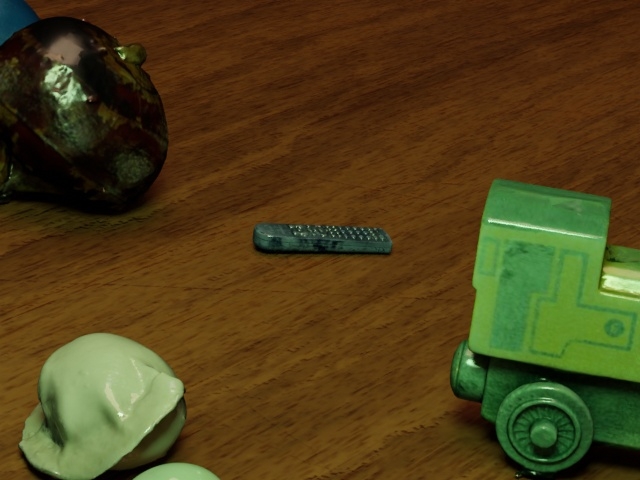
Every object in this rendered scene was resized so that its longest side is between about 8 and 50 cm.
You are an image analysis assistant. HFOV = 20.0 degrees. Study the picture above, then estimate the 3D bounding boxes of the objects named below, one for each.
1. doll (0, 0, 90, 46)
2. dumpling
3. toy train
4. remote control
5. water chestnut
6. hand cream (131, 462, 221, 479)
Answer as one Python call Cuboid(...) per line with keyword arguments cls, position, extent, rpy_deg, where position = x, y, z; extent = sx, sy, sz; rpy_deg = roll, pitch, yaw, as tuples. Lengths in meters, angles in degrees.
Cuboid(cls="doll", position=(-0.377, -0.225, 2.255), extent=(0.257, 0.161, 0.215), rpy_deg=(19, 7, -13))
Cuboid(cls="dumpling", position=(-0.187, 0.139, 1.514), extent=(0.150, 0.092, 0.176), rpy_deg=(-26, 42, -29))
Cuboid(cls="toy train", position=(0.301, 0.093, 1.551), extent=(0.369, 0.237, 0.150), rpy_deg=(10, 21, 8))
Cuboid(cls="remote control", position=(0.000, -0.002, 1.961), extent=(0.152, 0.027, 0.043), rpy_deg=(1, 18, -17))
Cuboid(cls="water chestnut", position=(-0.281, -0.124, 1.984), extent=(0.223, 0.238, 0.223), rpy_deg=(34, -3, 2))
Cuboid(cls="hand cream", position=(-0.073, 0.275, 1.240), extent=(0.147, 0.093, 0.306), rpy_deg=(-2, 34, -20))
